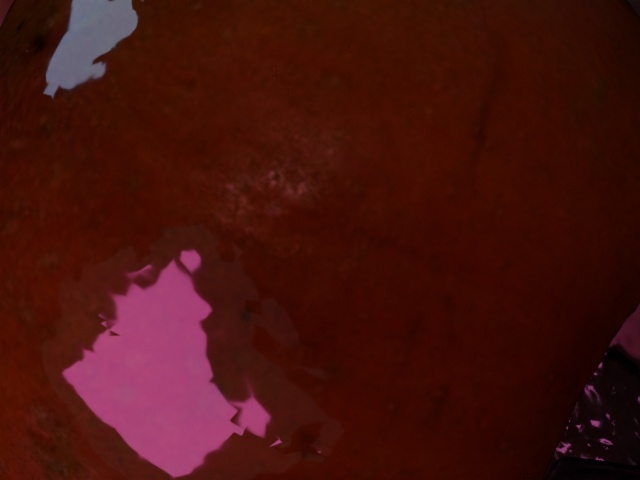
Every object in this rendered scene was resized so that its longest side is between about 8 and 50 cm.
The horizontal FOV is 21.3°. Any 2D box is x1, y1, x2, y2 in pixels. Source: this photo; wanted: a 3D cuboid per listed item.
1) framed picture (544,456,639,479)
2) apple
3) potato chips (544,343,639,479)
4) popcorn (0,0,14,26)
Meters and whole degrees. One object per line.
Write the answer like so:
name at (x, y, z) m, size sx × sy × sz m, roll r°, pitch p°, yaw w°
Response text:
framed picture at (0.145, 0.202, 0.611) m, size 0.255 × 0.014 × 0.338 m, roll 10°, pitch 132°, yaw -12°
apple at (0.000, 0.000, 0.517) m, size 0.207 × 0.237 × 0.237 m, roll 18°, pitch 129°, yaw 7°
potato chips at (0.087, 0.094, 0.661) m, size 0.209 × 0.026 × 0.142 m, roll 28°, pitch 129°, yaw 15°
popcorn at (-0.195, -0.101, 0.613) m, size 0.256 × 0.195 × 0.255 m, roll 21°, pitch 138°, yaw 22°
